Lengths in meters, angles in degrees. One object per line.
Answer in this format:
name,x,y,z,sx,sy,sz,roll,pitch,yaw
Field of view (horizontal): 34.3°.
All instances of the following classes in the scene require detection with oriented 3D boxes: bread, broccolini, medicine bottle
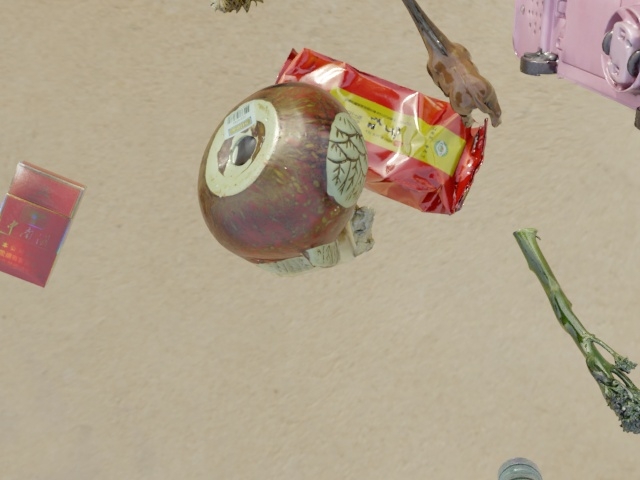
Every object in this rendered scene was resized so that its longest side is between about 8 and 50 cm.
bread,0.000,0.000,1.518,0.177,0.119,0.084,-19,96,17
broccolini,0.421,0.128,1.647,0.074,0.079,0.392,-27,63,5
medicine bottle,0.291,0.390,1.476,0.090,0.216,0.090,2,108,6

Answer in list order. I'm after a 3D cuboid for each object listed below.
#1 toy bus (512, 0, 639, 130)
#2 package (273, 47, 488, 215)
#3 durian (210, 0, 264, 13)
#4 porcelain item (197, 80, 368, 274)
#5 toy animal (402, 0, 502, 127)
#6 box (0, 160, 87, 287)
toy bus,0.159,-0.096,0.482,0.090,0.203,0.063,-3,111,-13
package,0.094,-0.194,1.874,0.424,0.123,0.196,22,78,16
durian,-0.151,-0.466,1.615,0.140,0.078,0.224,-31,100,4
porcelain item,-0.029,-0.076,1.375,0.253,0.253,0.253,2,98,17
toy animal,0.171,-0.270,1.484,0.066,0.229,0.224,-35,58,5
box,-0.452,-0.026,1.639,0.112,0.048,0.175,22,98,-8
